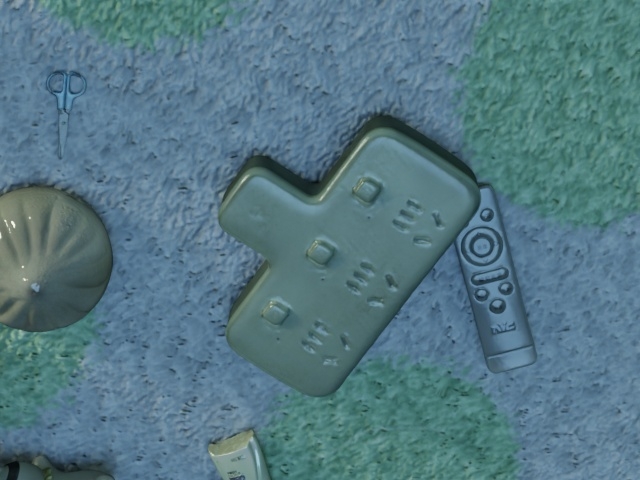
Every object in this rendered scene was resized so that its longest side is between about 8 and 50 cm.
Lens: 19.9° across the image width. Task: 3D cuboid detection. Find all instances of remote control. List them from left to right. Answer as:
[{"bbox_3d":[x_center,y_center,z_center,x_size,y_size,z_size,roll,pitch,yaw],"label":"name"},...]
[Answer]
[{"bbox_3d":[0.159,0.035,1.710,0.050,0.027,0.184,-15,108,4],"label":"remote control"}]

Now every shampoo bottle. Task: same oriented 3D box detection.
[{"bbox_3d":[-0.061,0.250,1.776,0.049,0.034,0.141,-24,114,0],"label":"shampoo bottle"}]

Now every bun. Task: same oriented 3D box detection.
[{"bbox_3d":[-0.255,0.027,1.637,0.138,0.094,0.138,-1,116,-2],"label":"bun"}]

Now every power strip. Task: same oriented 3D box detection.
[{"bbox_3d":[0.000,0.000,1.658,0.193,0.059,0.265,32,110,-12],"label":"power strip"}]

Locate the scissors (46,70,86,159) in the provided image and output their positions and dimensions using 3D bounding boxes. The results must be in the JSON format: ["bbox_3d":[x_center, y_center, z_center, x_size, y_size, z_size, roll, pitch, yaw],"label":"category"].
[{"bbox_3d":[-0.229,-0.111,1.628,0.036,0.006,0.083,4,112,-8],"label":"scissors"}]

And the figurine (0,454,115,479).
[{"bbox_3d":[-0.272,0.258,1.736,0.146,0.081,0.098,6,112,-7],"label":"figurine"}]
